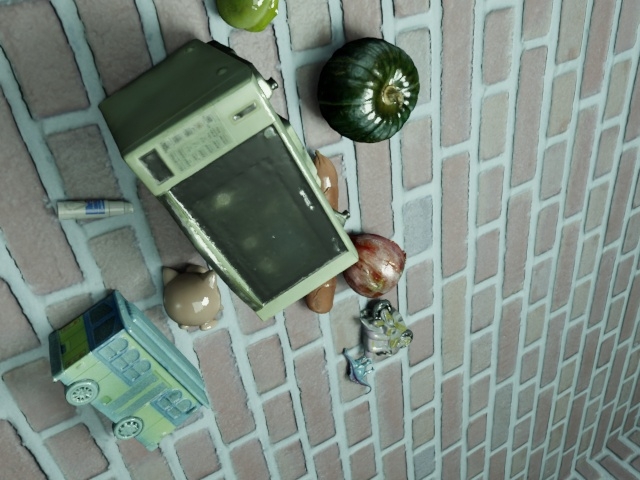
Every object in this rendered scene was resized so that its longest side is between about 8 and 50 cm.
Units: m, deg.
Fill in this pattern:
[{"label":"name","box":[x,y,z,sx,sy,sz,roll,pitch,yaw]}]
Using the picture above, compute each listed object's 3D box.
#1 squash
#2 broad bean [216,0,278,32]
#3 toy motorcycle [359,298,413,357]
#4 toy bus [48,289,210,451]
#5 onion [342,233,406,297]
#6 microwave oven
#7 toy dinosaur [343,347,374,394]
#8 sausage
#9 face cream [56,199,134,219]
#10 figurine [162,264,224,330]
[{"label":"squash","box":[0.100,-0.303,1.062,0.218,0.172,0.218,5,81,-31]},{"label":"broad bean","box":[-0.134,-0.443,0.884,0.125,0.082,0.174,0,130,12]},{"label":"toy motorcycle","box":[0.173,0.266,1.479,0.152,0.073,0.225,-40,130,-4]},{"label":"toy bus","box":[-0.390,0.277,1.087,0.190,0.152,0.312,-36,128,-10]},{"label":"onion","box":[0.109,0.048,1.287,0.195,0.159,0.159,35,94,-9]},{"label":"microwave oven","box":[-0.142,-0.108,0.914,0.247,0.333,0.394,-37,129,-5]},{"label":"toy dinosaur","box":[0.115,0.377,1.522,0.080,0.045,0.197,-26,120,-2]},{"label":"sausage","box":[0.002,0.000,1.220,0.088,0.088,0.432,-15,122,-25]},{"label":"face cream","box":[-0.414,-0.058,0.966,0.130,0.034,0.034,-4,117,-30]},{"label":"figurine","box":[-0.269,0.120,1.104,0.125,0.125,0.137,-11,108,-27]}]
